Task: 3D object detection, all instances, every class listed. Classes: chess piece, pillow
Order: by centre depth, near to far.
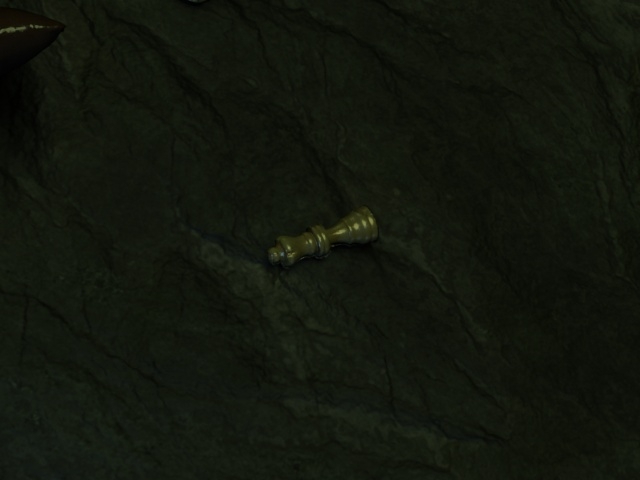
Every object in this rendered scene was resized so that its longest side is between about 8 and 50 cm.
[{"bbox_3d":[-0.521,-0.249,1.416,0.305,0.308,0.108,-17,108,-25],"label":"pillow"},{"bbox_3d":[0.000,0.000,1.580,0.172,0.060,0.060,-19,73,-22],"label":"chess piece"}]

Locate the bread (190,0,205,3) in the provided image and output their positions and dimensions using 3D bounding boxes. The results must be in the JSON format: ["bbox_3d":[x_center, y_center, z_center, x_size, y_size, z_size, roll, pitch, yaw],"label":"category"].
[{"bbox_3d":[-0.245,-0.493,1.703,0.241,0.107,0.136,36,58,1],"label":"bread"}]
